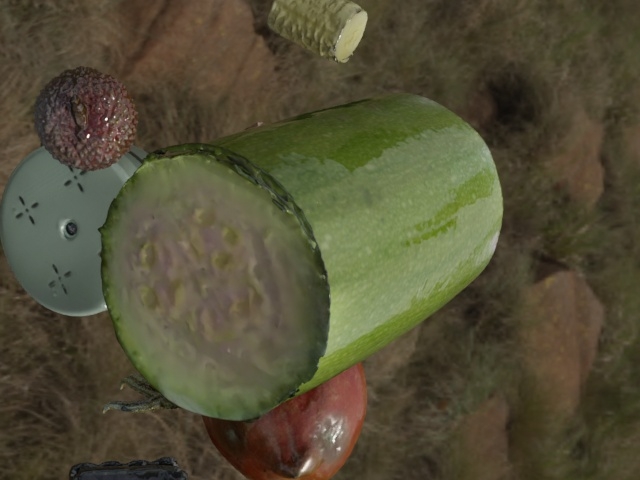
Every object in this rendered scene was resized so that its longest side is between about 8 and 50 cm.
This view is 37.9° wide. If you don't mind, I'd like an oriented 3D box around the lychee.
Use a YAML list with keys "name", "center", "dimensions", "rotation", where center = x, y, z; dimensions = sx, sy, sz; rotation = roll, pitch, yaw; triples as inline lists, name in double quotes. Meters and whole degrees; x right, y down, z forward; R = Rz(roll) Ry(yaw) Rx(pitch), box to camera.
- name: "lychee"
  center: [-0.370, -0.191, 1.471]
  dimensions: [0.165, 0.197, 0.165]
  rotation: [0, 93, -4]

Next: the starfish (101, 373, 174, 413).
- name: "starfish"
  center: [-0.238, 0.222, 1.472]
  dimensions: [0.176, 0.208, 0.053]
  rotation: [-63, 140, -55]

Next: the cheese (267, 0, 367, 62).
- name: "cheese"
  center: [-0.005, -0.418, 1.765]
  dimensions: [0.123, 0.167, 0.094]
  rotation: [-59, 159, 4]

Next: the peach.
- name: "peach"
  center: [-0.049, 0.227, 1.263]
  dimensions: [0.257, 0.232, 0.232]
  rotation: [-101, 168, -69]

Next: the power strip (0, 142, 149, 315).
- name: "power strip"
  center: [-0.446, -0.039, 1.815]
  dimensions: [0.161, 0.357, 0.358]
  rotation: [-15, 98, -67]

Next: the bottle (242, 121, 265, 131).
- name: "bottle"
  center: [-0.066, -0.091, 1.732]
  dimensions: [0.206, 0.173, 0.297]
  rotation: [51, 13, -38]

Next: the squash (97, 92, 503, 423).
- name: "squash"
  center: [0.000, 0.000, 0.953]
  dimensions: [0.384, 0.263, 0.263]
  rotation: [-24, 104, -53]

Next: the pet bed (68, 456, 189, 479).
- name: "pet bed"
  center: [-0.337, 0.480, 1.643]
  dimensions: [0.210, 0.159, 0.183]
  rotation: [-1, 81, -14]
